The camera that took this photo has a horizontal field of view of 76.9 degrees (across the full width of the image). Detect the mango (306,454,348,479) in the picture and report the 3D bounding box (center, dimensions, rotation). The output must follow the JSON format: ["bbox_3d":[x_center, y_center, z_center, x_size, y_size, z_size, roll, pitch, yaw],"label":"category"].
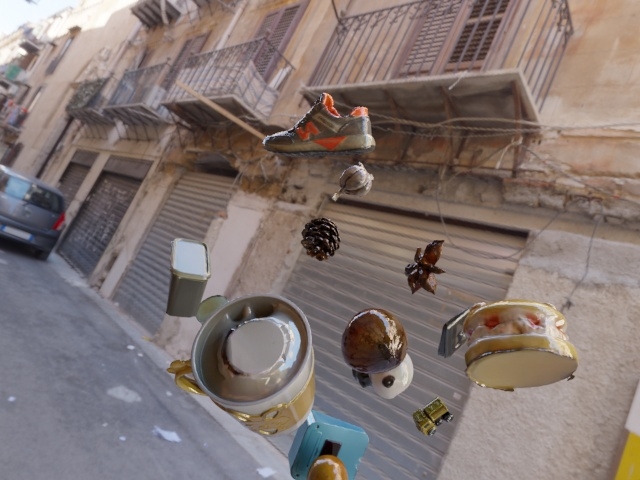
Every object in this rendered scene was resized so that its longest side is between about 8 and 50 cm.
[{"bbox_3d":[0.016,0.841,1.323,0.140,0.254,0.175,8,-8,4],"label":"mango"}]

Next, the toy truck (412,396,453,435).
[{"bbox_3d":[0.253,0.402,0.922,0.054,0.083,0.049,57,-3,-32],"label":"toy truck"}]

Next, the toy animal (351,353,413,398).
[{"bbox_3d":[0.269,0.537,1.669,0.213,0.212,0.267,30,-18,-31],"label":"toy animal"}]

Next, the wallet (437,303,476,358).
[{"bbox_3d":[0.519,0.344,1.517,0.052,0.169,0.245,48,-19,39],"label":"wallet"}]

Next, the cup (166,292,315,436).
[{"bbox_3d":[-0.121,0.224,0.679,0.241,0.185,0.226,-7,-43,3],"label":"cup"}]

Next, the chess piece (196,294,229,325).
[{"bbox_3d":[-0.385,0.340,1.603,0.133,0.133,0.243,19,-37,33],"label":"chess piece"}]

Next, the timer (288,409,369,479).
[{"bbox_3d":[0.029,0.768,1.478,0.250,0.231,0.091,22,2,-11],"label":"timer"}]

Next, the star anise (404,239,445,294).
[{"bbox_3d":[0.375,0.097,1.467,0.111,0.212,0.196,13,-4,-2],"label":"star anise"}]

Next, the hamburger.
[{"bbox_3d":[0.512,0.272,1.066,0.261,0.186,0.302,-10,-44,22],"label":"hamburger"}]

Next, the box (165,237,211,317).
[{"bbox_3d":[-0.470,0.126,1.408,0.138,0.178,0.274,12,20,-22],"label":"box"}]

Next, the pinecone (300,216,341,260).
[{"bbox_3d":[0.003,0.002,1.780,0.179,0.204,0.184,-19,-48,24],"label":"pinecone"}]

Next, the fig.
[{"bbox_3d":[0.184,0.349,1.361,0.214,0.235,0.235,45,6,37],"label":"fig"}]

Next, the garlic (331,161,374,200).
[{"bbox_3d":[0.120,-0.233,1.674,0.131,0.194,0.127,54,17,-19],"label":"garlic"}]

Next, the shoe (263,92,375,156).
[{"bbox_3d":[-0.013,-0.324,1.129,0.337,0.170,0.132,3,8,22],"label":"shoe"}]
